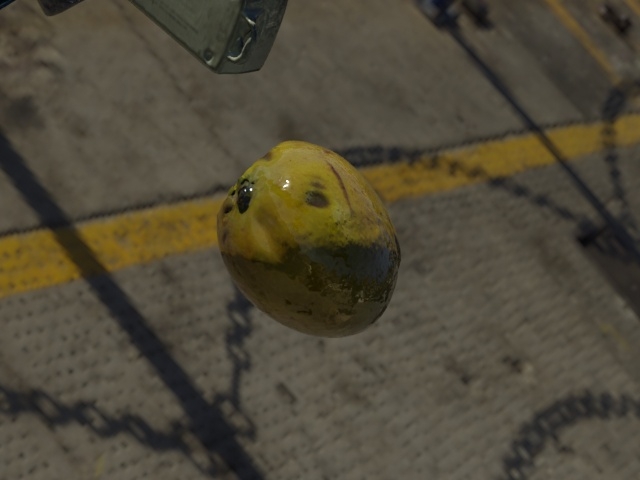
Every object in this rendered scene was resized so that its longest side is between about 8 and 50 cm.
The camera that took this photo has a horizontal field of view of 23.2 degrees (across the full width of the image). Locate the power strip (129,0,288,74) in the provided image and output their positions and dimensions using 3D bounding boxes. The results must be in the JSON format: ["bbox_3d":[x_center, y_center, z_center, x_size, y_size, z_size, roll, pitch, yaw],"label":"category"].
[{"bbox_3d":[-0.121,-0.214,1.166,0.052,0.078,0.272,-11,43,-46],"label":"power strip"}]

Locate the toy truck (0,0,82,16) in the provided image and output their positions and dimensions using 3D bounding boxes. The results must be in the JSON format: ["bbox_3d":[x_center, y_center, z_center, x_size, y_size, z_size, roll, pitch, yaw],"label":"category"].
[{"bbox_3d":[-0.111,-0.198,0.796,0.216,0.116,0.110,-35,108,-23],"label":"toy truck"}]

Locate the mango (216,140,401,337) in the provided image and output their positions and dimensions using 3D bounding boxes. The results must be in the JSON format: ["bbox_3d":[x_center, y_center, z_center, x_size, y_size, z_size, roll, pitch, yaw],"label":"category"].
[{"bbox_3d":[0.000,0.000,1.328,0.167,0.130,0.262,54,12,1],"label":"mango"}]
